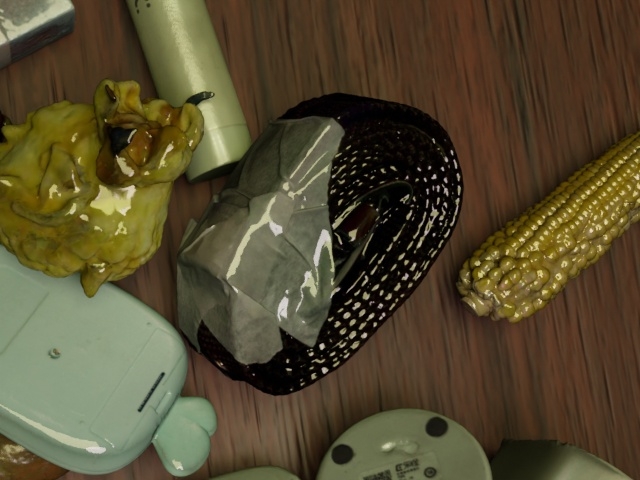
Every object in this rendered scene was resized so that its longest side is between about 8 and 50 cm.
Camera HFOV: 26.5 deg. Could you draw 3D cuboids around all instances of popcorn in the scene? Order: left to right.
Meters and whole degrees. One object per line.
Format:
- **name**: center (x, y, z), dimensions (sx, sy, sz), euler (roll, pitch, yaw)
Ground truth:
- **popcorn**: center (-0.198, -0.061, 1.187), dimensions (0.168, 0.173, 0.195), euler (44, 112, 27)

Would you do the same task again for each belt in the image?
- **belt**: center (0.000, 0.000, 1.206), dimensions (0.184, 0.164, 0.289), euler (45, 77, -29)

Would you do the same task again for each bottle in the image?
- **bottle**: center (-0.123, -0.159, 1.271), dimensions (0.072, 0.072, 0.202), euler (-18, 85, -13)

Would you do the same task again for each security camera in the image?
- **security camera**: center (0.006, 0.249, 1.187), dimensions (0.301, 0.080, 0.157), euler (-19, 49, 1)

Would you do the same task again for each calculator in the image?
- **calculator**: center (-0.220, 0.104, 1.189), dimensions (0.295, 0.042, 0.184), euler (30, 47, 0)

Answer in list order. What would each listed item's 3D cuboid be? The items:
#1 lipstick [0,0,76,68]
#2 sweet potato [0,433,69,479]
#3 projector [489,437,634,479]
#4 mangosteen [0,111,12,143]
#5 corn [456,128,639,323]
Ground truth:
- **lipstick**: center (-0.400, -0.144, 1.212), dimensions (0.371, 0.080, 0.076), euler (-30, 89, -13)
- **sweet potato**: center (-0.331, 0.202, 1.181), dimensions (0.273, 0.075, 0.075), euler (-15, 85, -8)
- **projector**: center (0.215, 0.341, 1.171), dimensions (0.248, 0.248, 0.249), euler (37, 77, -4)
- **mangosteen**: center (-0.320, -0.097, 1.222), dimensions (0.081, 0.081, 0.081), euler (2, 81, -11)
- **corn**: center (0.249, -0.016, 1.316), dimensions (0.288, 0.086, 0.086), euler (-37, 90, -16)
